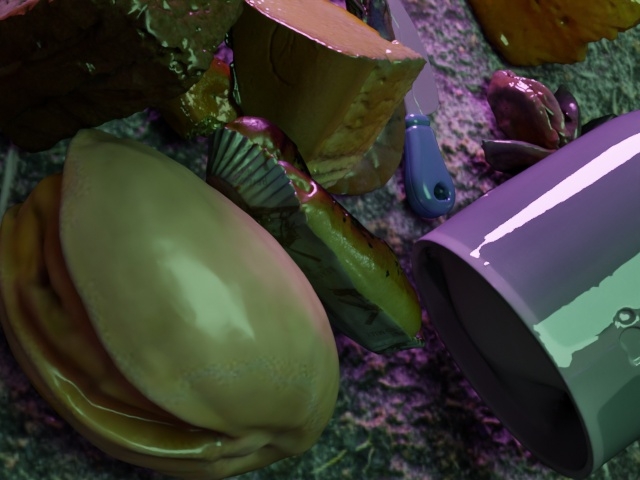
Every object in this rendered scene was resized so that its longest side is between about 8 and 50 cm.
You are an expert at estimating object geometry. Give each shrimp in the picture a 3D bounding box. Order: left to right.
[{"bbox_3d":[-0.003,-0.173,1.818,0.198,0.051,0.262,9,74,-35],"label":"shrimp"}]

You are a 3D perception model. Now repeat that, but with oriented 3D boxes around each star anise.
[{"bbox_3d":[0.238,-0.069,1.950,0.229,0.093,0.236,-34,92,-35],"label":"star anise"}]

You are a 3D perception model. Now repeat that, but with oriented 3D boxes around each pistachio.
[{"bbox_3d":[-0.117,0.060,1.544,0.309,0.230,0.230,46,51,-2],"label":"pistachio"}]

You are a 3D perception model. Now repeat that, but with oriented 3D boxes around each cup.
[{"bbox_3d":[0.279,0.067,1.796,0.274,0.259,0.357,-34,139,-13],"label":"cup"}]

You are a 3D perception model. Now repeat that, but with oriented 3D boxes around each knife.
[{"bbox_3d":[0.094,-0.137,1.903,0.058,0.032,0.244,5,67,-34],"label":"knife"}]

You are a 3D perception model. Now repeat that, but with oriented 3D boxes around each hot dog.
[{"bbox_3d":[0.000,0.000,1.658,0.082,0.162,0.270,-45,130,-6],"label":"hot dog"}]

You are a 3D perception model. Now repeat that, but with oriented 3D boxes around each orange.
[{"bbox_3d":[-0.109,-0.127,1.715,0.086,0.062,0.086,0,90,-42],"label":"orange"}]

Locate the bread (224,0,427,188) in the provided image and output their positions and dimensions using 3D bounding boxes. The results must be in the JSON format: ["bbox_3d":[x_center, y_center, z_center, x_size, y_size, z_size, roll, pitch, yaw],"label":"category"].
[{"bbox_3d":[-0.019,-0.148,1.734,0.140,0.169,0.160,-9,50,-49],"label":"bread"}]

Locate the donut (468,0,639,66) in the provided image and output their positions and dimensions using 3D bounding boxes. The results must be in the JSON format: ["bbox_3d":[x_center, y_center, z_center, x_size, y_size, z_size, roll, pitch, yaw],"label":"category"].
[{"bbox_3d":[0.334,-0.369,2.079,0.435,0.163,0.378,-14,82,-39],"label":"donut"}]

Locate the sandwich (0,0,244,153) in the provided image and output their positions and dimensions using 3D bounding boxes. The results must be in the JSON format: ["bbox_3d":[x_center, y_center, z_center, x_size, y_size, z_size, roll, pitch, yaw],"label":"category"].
[{"bbox_3d":[-0.144,-0.235,1.596,0.131,0.262,0.325,45,53,-23],"label":"sandwich"}]
